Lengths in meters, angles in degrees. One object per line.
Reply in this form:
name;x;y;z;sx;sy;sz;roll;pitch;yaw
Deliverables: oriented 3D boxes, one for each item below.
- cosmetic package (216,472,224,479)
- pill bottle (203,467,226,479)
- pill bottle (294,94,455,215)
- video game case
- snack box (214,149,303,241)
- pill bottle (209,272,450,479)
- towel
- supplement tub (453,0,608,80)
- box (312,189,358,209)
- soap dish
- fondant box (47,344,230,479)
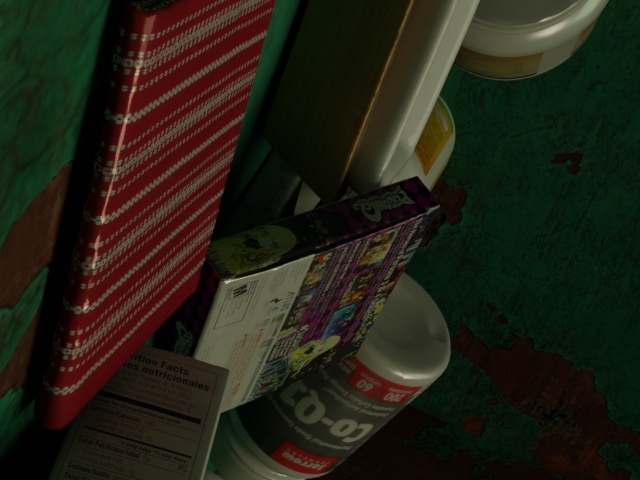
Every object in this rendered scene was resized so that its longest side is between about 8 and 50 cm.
cosmetic package;-0.163;0.525;1.554;0.197;0.155;0.366;103;14;-46
pill bottle;-0.156;0.310;1.033;0.119;0.119;0.209;104;12;-54
pill bottle;0.056;-0.080;1.246;0.246;0.136;0.136;-54;166;-59
video game case;-0.027;0.056;0.959;0.210;0.042;0.232;-19;151;-30
snack box;-0.061;-0.002;1.038;0.100;0.037;0.141;107;10;-45
pill bottle;-0.002;0.160;1.269;0.283;0.161;0.161;-48;-176;34
towel;-0.098;-0.036;0.692;0.199;0.031;0.275;-52;163;-59
supplement tub;0.211;-0.306;1.273;0.316;0.228;0.228;-5;119;-82
box;-0.023;0.036;1.112;0.232;0.058;0.087;-51;-175;39
soap dish;0.060;-0.192;0.985;0.229;0.118;0.291;-47;159;-70
fondant box;-0.152;0.258;0.721;0.330;0.096;0.238;-77;-175;-55
